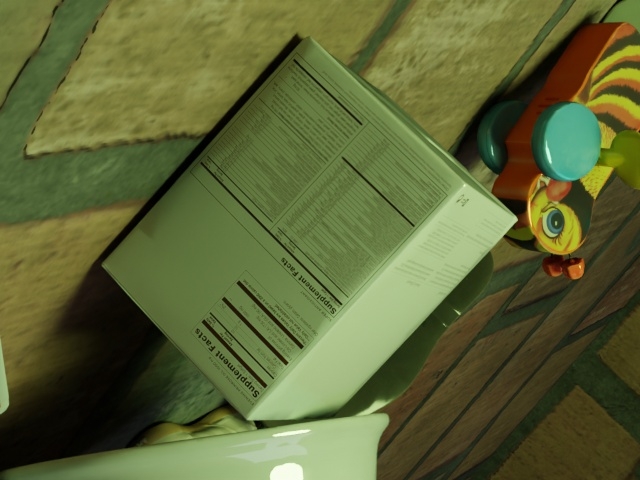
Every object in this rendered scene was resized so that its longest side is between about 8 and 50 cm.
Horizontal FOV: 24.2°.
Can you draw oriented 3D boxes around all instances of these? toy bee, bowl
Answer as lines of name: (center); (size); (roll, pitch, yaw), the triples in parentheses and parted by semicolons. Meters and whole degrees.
toy bee: (0.205, -0.054, 1.361); (0.298, 0.162, 0.195); (-36, -153, -3)
bowl: (-0.084, 0.214, 1.103); (0.298, 0.134, 0.298); (-9, 172, -1)

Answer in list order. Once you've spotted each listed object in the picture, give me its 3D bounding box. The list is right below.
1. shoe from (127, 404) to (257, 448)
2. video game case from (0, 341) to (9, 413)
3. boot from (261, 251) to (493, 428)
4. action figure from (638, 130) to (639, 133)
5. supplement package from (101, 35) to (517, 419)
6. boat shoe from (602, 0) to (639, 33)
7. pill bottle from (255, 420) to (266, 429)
shoe: (-0.109, 0.202, 1.392); (0.076, 0.058, 0.219); (-49, 163, 13)
video game case: (-0.285, 0.100, 0.749); (0.285, 0.025, 0.204); (-36, 152, -30)
boot: (0.048, 0.107, 1.482); (0.305, 0.112, 0.115); (-37, 172, -31)
action figure: (0.387, -0.167, 1.567); (0.164, 0.141, 0.276); (-49, 166, -30)
supplement package: (0.000, 0.000, 1.020); (0.203, 0.149, 0.194); (-47, 163, 7)
boat shoe: (0.277, -0.140, 1.468); (0.081, 0.079, 0.227); (-11, 139, -55)
pill bottle: (-0.041, 0.247, 1.573); (0.108, 0.108, 0.193); (-21, 151, -53)
